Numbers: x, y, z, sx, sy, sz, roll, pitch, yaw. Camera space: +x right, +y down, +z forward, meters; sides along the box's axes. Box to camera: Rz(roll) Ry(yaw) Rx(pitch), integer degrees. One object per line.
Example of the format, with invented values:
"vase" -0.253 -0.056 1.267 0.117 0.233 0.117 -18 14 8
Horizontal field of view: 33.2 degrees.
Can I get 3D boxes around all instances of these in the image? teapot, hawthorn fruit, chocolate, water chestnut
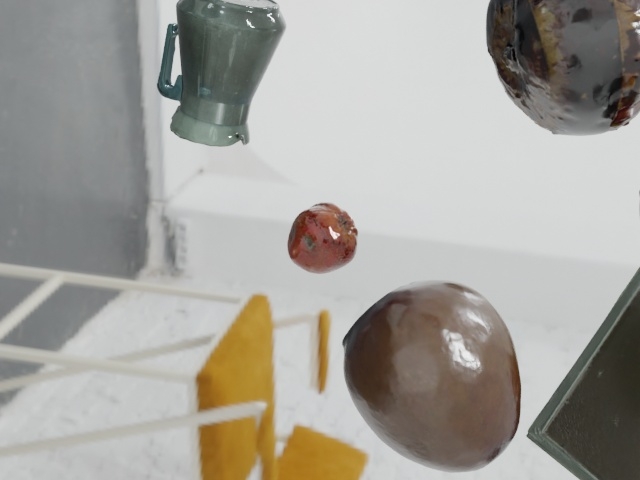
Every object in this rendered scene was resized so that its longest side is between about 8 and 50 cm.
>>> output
"teapot" -0.166 -0.275 1.673 0.171 0.203 0.225 -16 126 -53
"hawthorn fruit" 0.000 0.000 1.307 0.093 0.093 0.093 7 90 -78
"chocolate" 0.107 0.120 0.939 0.177 0.177 0.177 7 90 -78
"water chestnut" 0.375 -0.282 1.454 0.300 0.300 0.300 7 90 -78

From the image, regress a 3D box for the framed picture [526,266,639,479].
"framed picture" 0.371 0.178 1.193 0.014 0.197 0.252 9 115 -56
